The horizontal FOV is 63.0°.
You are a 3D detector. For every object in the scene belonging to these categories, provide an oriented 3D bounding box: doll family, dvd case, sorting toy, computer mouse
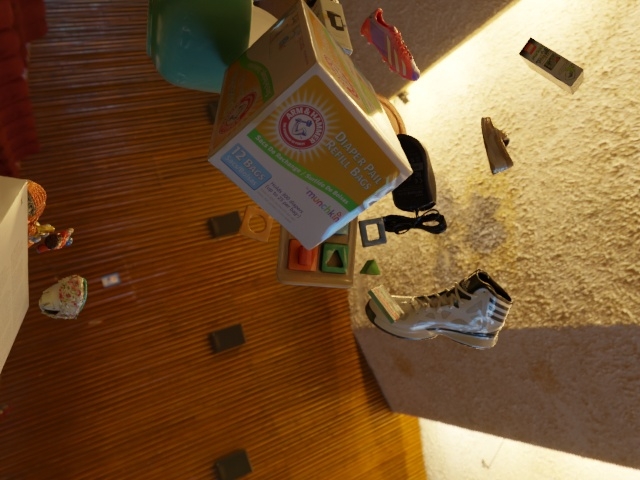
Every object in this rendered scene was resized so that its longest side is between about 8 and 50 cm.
[{"bbox_3d":[-0.734,0.022,1.250,0.118,0.263,0.163,53,-14,-10],"label":"doll family"},{"bbox_3d":[0.150,0.142,1.176,0.013,0.119,0.087,-40,-101,17],"label":"dvd case"},{"bbox_3d":[0.000,0.000,1.114,0.047,0.347,0.196,168,-74,-65],"label":"sorting toy"},{"bbox_3d":[0.232,-0.151,1.359,0.188,0.072,0.272,2,-63,29],"label":"computer mouse"}]

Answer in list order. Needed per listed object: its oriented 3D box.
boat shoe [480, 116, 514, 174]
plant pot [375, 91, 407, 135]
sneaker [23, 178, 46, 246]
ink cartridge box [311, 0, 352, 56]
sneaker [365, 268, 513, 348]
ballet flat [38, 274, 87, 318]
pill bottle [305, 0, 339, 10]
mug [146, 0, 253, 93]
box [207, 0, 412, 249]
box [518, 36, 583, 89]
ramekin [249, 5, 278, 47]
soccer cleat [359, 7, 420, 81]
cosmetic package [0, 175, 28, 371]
[{"bbox_3d":[0.414,-0.226,1.221,0.063,0.059,0.170,54,29,-52],"label":"boat shoe"},{"bbox_3d":[0.119,-0.302,1.554,0.203,0.290,0.291,-27,-100,45],"label":"plant pot"},{"bbox_3d":[-0.789,-0.076,1.337,0.121,0.099,0.262,33,-45,-6],"label":"sneaker"},{"bbox_3d":[0.010,-0.525,1.376,0.127,0.072,0.175,-45,-133,50],"label":"ink cartridge box"},{"bbox_3d":[0.376,0.176,1.616,0.169,0.447,0.258,-91,-167,-56],"label":"sneaker"},{"bbox_3d":[-0.548,0.128,1.099,0.241,0.077,0.091,-29,-113,54],"label":"ballet flat"},{"bbox_3d":[0.011,-0.708,1.682,0.122,0.122,0.219,-13,-93,63],"label":"pill bottle"},{"bbox_3d":[-0.134,-0.226,0.562,0.157,0.097,0.130,-177,-89,-72],"label":"mug"},{"bbox_3d":[-0.013,-0.108,0.445,0.114,0.103,0.203,42,22,-30],"label":"box"},{"bbox_3d":[0.457,-0.338,1.025,0.114,0.207,0.036,40,-65,14],"label":"box"},{"bbox_3d":[-0.182,-0.471,1.392,0.127,0.272,0.273,-25,-98,46],"label":"ramekin"},{"bbox_3d":[0.222,-0.587,1.578,0.248,0.083,0.095,50,-52,10],"label":"soccer cleat"},{"bbox_3d":[-0.538,0.109,0.783,0.377,0.097,0.285,-108,-147,-55],"label":"cosmetic package"}]
